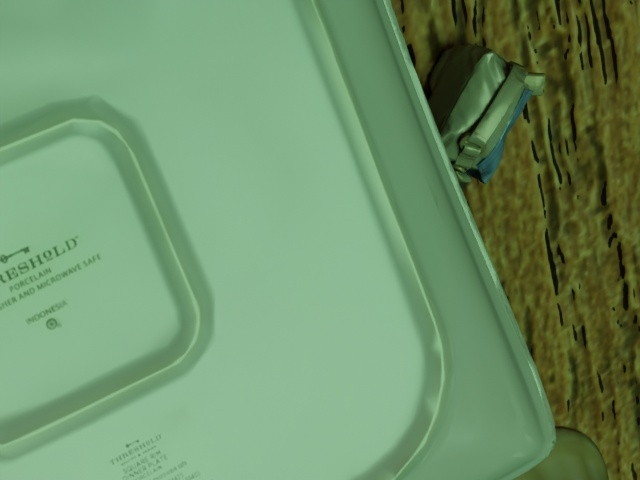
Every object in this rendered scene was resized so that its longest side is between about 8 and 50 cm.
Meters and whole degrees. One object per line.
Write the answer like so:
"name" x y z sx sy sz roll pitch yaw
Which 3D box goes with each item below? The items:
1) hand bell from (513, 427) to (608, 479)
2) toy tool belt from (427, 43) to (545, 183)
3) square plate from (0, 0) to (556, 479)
"hand bell" 0.188 0.215 0.757 0.126 0.242 0.126 -16 121 -28
"toy tool belt" 0.075 -0.051 0.673 0.051 0.052 0.083 21 101 -31
"square plate" -0.101 0.011 0.498 0.347 0.049 0.344 -26 105 -14
